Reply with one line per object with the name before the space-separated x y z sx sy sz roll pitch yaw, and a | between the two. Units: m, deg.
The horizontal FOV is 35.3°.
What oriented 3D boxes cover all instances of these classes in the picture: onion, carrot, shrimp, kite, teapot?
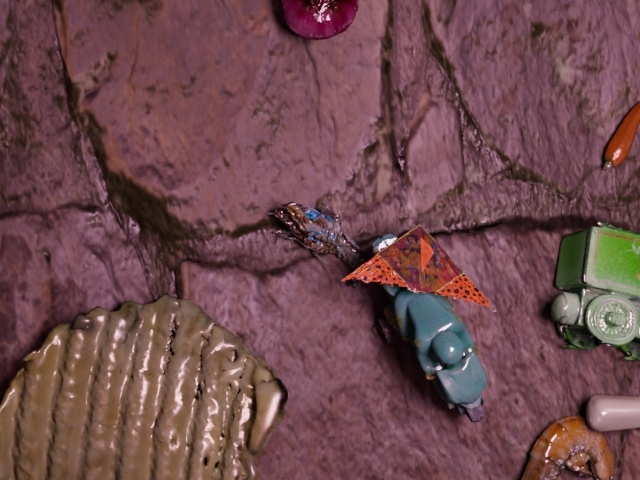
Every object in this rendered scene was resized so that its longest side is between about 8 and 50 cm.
onion | -0.001 -0.345 1.446 0.115 0.104 0.115 4 70 -13
carrot | 0.478 -0.168 1.563 0.035 0.035 0.142 33 82 -8
shrimp | 0.376 0.379 1.550 0.150 0.051 0.217 29 87 -16
kite | 0.137 0.026 1.387 0.222 0.008 0.125 11 51 -11
shrimp | 0.002 -0.002 1.483 0.174 0.076 0.082 40 125 -12
teapot | 0.586 0.272 1.526 0.318 0.149 0.220 -15 120 28

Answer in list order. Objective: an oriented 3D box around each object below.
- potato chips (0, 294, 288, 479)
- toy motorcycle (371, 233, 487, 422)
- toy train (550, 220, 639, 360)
potato chips | -0.259 0.270 1.420 0.373 0.097 0.389 30 87 -3
toy motorcycle | 0.152 0.129 1.428 0.109 0.198 0.297 -29 81 -3
toy train | 0.470 0.083 1.521 0.243 0.132 0.188 13 81 -9
